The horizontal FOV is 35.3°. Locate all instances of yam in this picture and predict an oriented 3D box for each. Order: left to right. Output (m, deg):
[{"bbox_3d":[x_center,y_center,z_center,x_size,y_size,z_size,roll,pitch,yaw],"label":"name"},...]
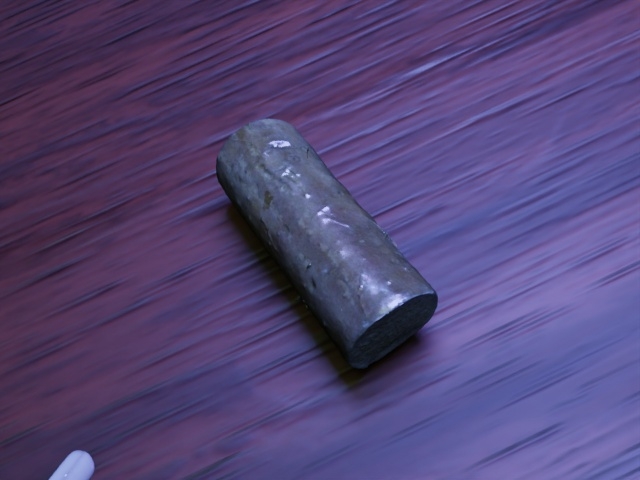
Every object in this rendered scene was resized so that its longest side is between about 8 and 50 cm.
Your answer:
[{"bbox_3d":[0.000,0.000,0.607,0.068,0.068,0.169,-33,56,-8],"label":"yam"}]

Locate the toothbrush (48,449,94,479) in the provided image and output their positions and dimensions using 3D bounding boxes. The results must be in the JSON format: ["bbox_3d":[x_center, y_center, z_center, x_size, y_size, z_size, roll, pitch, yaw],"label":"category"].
[{"bbox_3d":[-0.180,0.197,0.450,0.025,0.019,0.275,-2,34,26],"label":"toothbrush"}]
